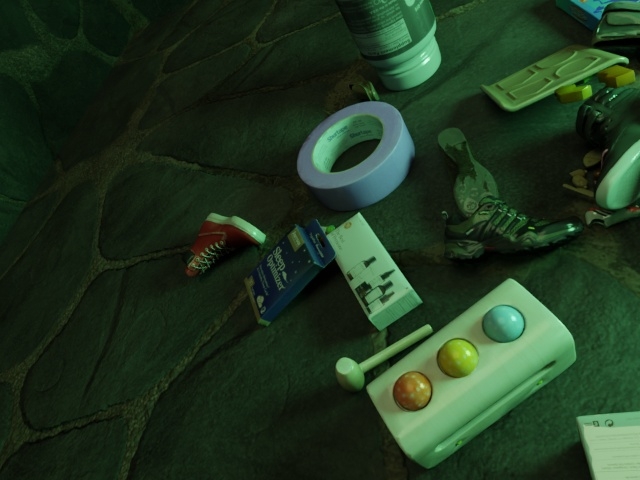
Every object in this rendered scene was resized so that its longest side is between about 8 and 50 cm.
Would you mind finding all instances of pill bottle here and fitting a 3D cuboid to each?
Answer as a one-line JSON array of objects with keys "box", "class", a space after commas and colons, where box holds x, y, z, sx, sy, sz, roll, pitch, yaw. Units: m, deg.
[{"box": [0.165, -0.571, 1.134, 0.204, 0.361, 0.204, -18, 48, 22], "class": "pill bottle"}]

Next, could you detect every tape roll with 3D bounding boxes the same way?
[{"box": [0.082, -0.206, 1.097, 0.275, 0.090, 0.275, -18, 48, 21], "class": "tape roll"}]

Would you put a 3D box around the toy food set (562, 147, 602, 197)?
[{"box": [0.490, -0.118, 0.803, 0.122, 0.019, 0.078, -41, 44, -12], "class": "toy food set"}]

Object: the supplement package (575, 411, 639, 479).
[{"box": [0.364, 0.293, 0.497, 0.105, 0.105, 0.179, -15, 50, 24], "class": "supplement package"}]

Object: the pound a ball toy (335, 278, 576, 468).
[{"box": [0.177, 0.179, 0.693, 0.319, 0.136, 0.208, -37, 44, 3], "class": "pound a ball toy"}]

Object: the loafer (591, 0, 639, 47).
[{"box": [0.655, -0.379, 0.852, 0.267, 0.096, 0.084, 32, 96, 39], "class": "loafer"}]

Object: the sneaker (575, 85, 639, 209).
[{"box": [0.484, -0.161, 0.761, 0.296, 0.104, 0.147, -43, 44, -23], "class": "sneaker"}]

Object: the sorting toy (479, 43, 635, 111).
[{"box": [0.461, -0.309, 0.897, 0.229, 0.041, 0.307, -20, 25, 16], "class": "sorting toy"}]

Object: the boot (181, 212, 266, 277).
[{"box": [-0.251, 0.027, 1.142, 0.244, 0.088, 0.176, 9, 62, 47], "class": "boot"}]

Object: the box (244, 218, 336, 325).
[{"box": [-0.073, 0.061, 0.987, 0.225, 0.036, 0.136, -46, 42, 15], "class": "box"}]

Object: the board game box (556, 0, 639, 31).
[{"box": [0.653, -0.544, 1.010, 0.160, 0.047, 0.210, -27, 45, 14], "class": "board game box"}]

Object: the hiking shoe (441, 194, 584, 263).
[{"box": [0.317, -0.029, 0.778, 0.227, 0.086, 0.114, -11, 77, 27], "class": "hiking shoe"}]

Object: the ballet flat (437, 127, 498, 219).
[{"box": [0.295, -0.129, 0.924, 0.084, 0.058, 0.250, -21, 52, 13], "class": "ballet flat"}]

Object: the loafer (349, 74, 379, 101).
[{"box": [0.120, -0.414, 1.264, 0.050, 0.056, 0.148, -34, 34, 8], "class": "loafer"}]

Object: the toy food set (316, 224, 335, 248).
[{"box": [0.000, 0.000, 1.037, 0.083, 0.020, 0.082, -8, 52, 30], "class": "toy food set"}]

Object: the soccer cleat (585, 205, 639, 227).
[{"box": [0.478, -0.037, 0.741, 0.083, 0.029, 0.035, 1, 66, 38], "class": "soccer cleat"}]

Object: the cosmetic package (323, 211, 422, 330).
[{"box": [0.096, 0.053, 0.902, 0.099, 0.060, 0.239, -34, 44, 5], "class": "cosmetic package"}]
